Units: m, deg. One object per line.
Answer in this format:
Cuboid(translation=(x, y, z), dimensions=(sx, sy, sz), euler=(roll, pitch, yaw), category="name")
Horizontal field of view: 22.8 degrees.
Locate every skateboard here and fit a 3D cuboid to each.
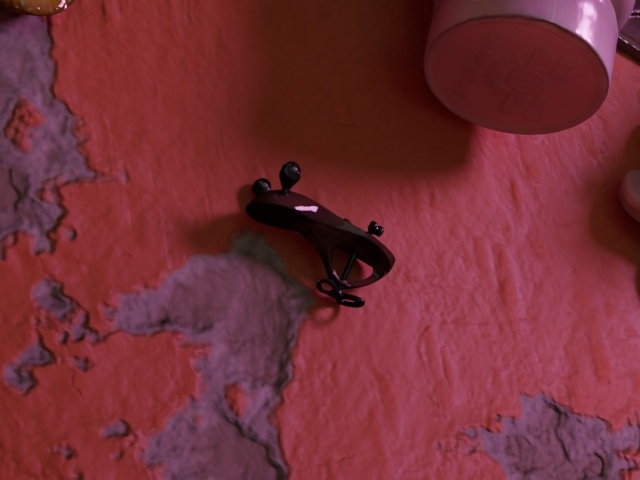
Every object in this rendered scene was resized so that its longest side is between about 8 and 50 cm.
Cuboid(translation=(0.000, 0.000, 1.438), dimensions=(0.151, 0.067, 0.080), euler=(31, 63, -18), category="skateboard")

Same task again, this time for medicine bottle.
Cuboid(translation=(0.224, -0.311, 1.627), dimensions=(0.214, 0.213, 0.378), euler=(25, 57, -18), category="medicine bottle")

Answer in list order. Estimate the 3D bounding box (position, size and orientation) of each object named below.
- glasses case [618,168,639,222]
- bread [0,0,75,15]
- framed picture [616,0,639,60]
Cuboid(translation=(0.410, -0.023, 1.673), dimensions=(0.204, 0.051, 0.081), euler=(17, 36, -11), category="glasses case")
Cuboid(translation=(-0.267, -0.276, 1.420), dimensions=(0.149, 0.065, 0.187), euler=(46, 48, -16), category="bread")
Cuboid(translation=(0.391, -0.282, 1.832), dimensions=(0.281, 0.019, 0.209), euler=(31, 55, -14), category="framed picture")
